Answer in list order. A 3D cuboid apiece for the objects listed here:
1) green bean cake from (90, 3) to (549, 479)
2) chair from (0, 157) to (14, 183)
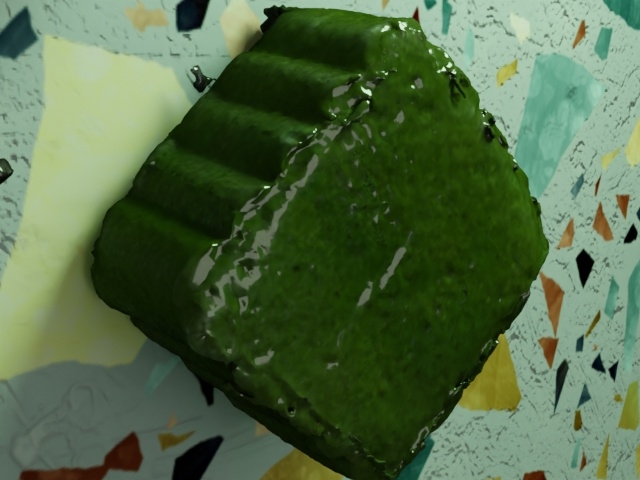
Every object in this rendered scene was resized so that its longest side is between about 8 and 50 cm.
[{"bbox_3d":[0.000,0.000,0.988,0.319,0.218,0.335,-52,125,-16],"label":"green bean cake"},{"bbox_3d":[-0.346,-0.002,0.653,0.186,0.319,0.160,59,23,16],"label":"chair"}]
